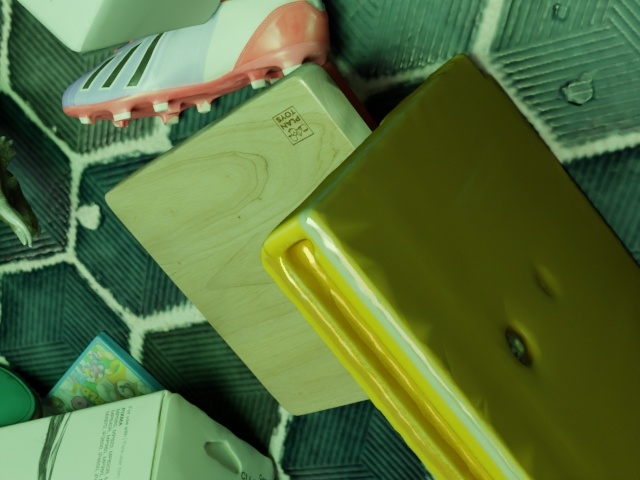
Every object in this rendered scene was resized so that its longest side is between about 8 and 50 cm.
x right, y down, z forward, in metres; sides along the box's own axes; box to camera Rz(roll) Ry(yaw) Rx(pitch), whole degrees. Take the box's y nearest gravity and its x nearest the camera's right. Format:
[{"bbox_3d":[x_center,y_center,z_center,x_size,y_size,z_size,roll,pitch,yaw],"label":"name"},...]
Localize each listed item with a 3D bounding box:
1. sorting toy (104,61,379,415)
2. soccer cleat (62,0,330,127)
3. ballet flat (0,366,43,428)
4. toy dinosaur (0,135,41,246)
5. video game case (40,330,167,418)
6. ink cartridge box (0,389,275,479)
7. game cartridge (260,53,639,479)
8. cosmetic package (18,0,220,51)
[{"bbox_3d":[0.000,0.000,0.763,0.257,0.089,0.255,-23,112,45],"label":"sorting toy"},{"bbox_3d":[-0.106,-0.152,0.779,0.248,0.083,0.095,-10,89,27],"label":"soccer cleat"},{"bbox_3d":[-0.404,0.168,1.043,0.280,0.095,0.096,21,130,24],"label":"ballet flat"},{"bbox_3d":[-0.379,-0.103,0.838,0.313,0.160,0.121,17,117,-9],"label":"toy dinosaur"},{"bbox_3d":[-0.227,0.183,1.015,0.119,0.015,0.166,43,122,-2],"label":"video game case"},{"bbox_3d":[-0.207,0.254,0.925,0.272,0.114,0.197,-17,140,23],"label":"ink cartridge box"},{"bbox_3d":[0.126,0.038,0.622,0.052,0.324,0.285,-35,97,32],"label":"game cartridge"},{"bbox_3d":[-0.223,-0.363,0.638,0.453,0.161,0.230,43,123,7],"label":"cosmetic package"}]
